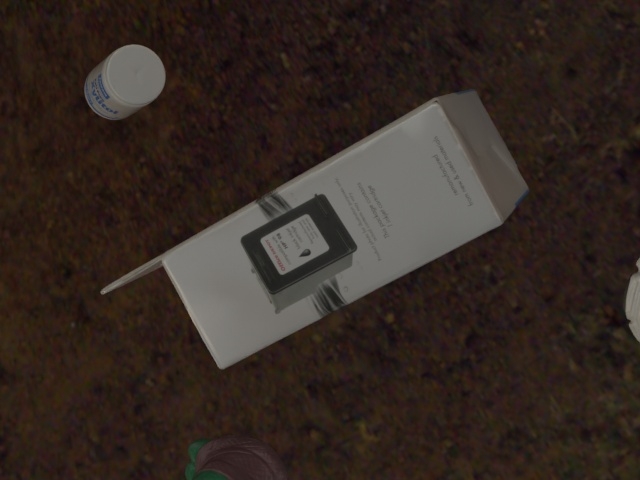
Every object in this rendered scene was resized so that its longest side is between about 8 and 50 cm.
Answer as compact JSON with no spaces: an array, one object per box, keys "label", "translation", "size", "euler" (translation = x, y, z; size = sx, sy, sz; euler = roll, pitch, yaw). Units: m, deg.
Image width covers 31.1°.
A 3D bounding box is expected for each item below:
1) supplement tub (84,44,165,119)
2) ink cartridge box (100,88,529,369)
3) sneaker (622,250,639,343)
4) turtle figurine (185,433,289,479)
[{"label":"supplement tub","translation":[-0.226,-0.180,1.318],"size":[0.071,0.107,0.071],"euler":[2,84,-24]},{"label":"ink cartridge box","translation":[0.000,0.000,0.535],"size":[0.180,0.104,0.060],"euler":[-29,91,20]},{"label":"sneaker","translation":[0.339,0.014,0.954],"size":[0.099,0.121,0.262],"euler":[-27,138,-31]},{"label":"turtle figurine","translation":[-0.086,0.153,0.385],"size":[0.234,0.118,0.175],"euler":[-14,101,-52]}]
